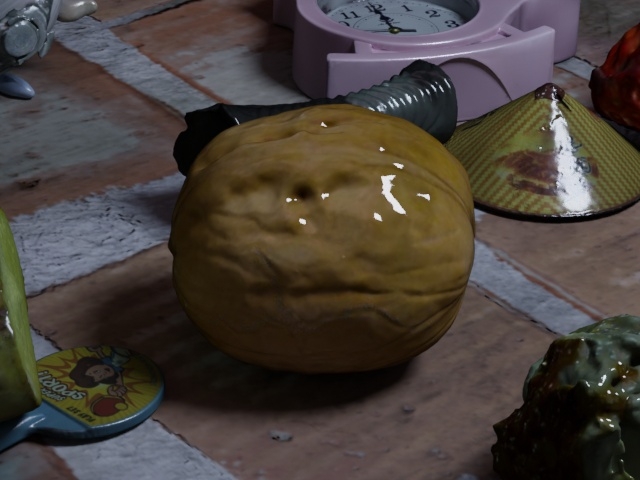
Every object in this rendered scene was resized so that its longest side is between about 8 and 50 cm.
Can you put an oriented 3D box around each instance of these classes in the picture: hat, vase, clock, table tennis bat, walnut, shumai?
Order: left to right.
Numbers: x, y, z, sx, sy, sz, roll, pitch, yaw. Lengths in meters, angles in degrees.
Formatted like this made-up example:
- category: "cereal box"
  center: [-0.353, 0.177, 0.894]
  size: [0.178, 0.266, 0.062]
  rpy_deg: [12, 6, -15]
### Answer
- category: "table tennis bat"
  center: [-0.177, 0.112, 1.320]
  size: [0.100, 0.019, 0.155]
  rpy_deg: [28, 38, 35]
- category: "walnut"
  center: [0.000, 0.000, 1.361]
  size: [0.222, 0.195, 0.195]
  rpy_deg: [-4, 31, 4]
- category: "vase"
  center: [0.005, -0.086, 1.579]
  size: [0.237, 0.115, 0.115]
  rpy_deg: [-19, 37, -37]
- category: "clock"
  center: [0.107, -0.207, 1.810]
  size: [0.290, 0.080, 0.275]
  rpy_deg: [-7, 32, -16]
- category: "hat"
  center: [0.192, -0.096, 1.629]
  size: [0.193, 0.082, 0.193]
  rpy_deg: [0, 31, 0]
- category: "shumai"
  center: [0.203, 0.136, 1.201]
  size: [0.184, 0.184, 0.142]
  rpy_deg: [18, 58, 25]

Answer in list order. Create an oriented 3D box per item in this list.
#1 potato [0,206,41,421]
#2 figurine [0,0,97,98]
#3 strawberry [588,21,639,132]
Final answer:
- category: "potato"
  center: [-0.280, 0.040, 1.320]
  size: [0.176, 0.141, 0.298]
  rpy_deg: [-35, 47, -19]
- category: "figurine"
  center: [-0.290, -0.217, 1.738]
  size: [0.208, 0.128, 0.184]
  rpy_deg: [-38, 36, 5]
- category: "strawberry"
  center: [0.354, -0.162, 1.663]
  size: [0.244, 0.205, 0.205]
  rpy_deg: [-15, 32, 2]
